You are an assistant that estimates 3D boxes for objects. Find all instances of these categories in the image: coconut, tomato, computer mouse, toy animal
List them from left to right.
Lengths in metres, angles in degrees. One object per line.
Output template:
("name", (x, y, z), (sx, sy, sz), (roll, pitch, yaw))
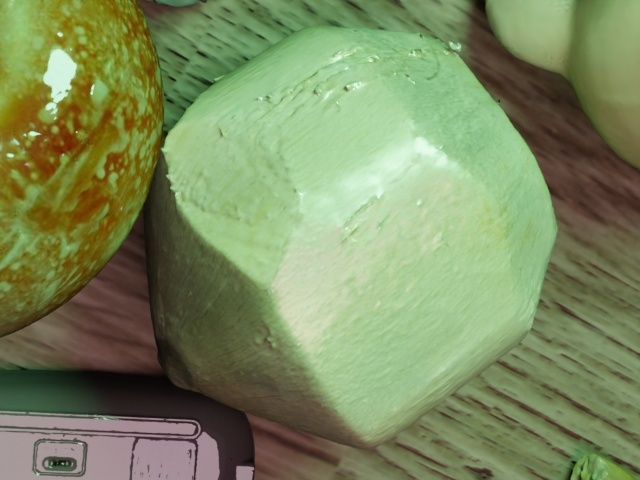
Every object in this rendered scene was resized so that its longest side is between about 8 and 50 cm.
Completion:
("tomato", (-0.221, -0.066, 1.003), (0.270, 0.270, 0.222), (-29, 154, -5))
("computer mouse", (-0.161, 0.149, 1.188), (0.232, 0.057, 0.120), (3, 97, -13))
("coconut", (0.000, 0.000, 1.092), (0.247, 0.245, 0.245), (-33, 114, -12))
("toy animal", (0.272, -0.191, 1.127), (0.269, 0.237, 0.326), (-19, 111, -28))

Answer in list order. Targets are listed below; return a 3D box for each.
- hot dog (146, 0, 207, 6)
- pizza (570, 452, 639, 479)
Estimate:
("hot dog", (-0.089, -0.238, 1.082), (0.108, 0.059, 0.191), (1, 105, -31))
("pizza", (0.216, 0.265, 1.345), (0.182, 0.062, 0.161), (40, 87, -29))
